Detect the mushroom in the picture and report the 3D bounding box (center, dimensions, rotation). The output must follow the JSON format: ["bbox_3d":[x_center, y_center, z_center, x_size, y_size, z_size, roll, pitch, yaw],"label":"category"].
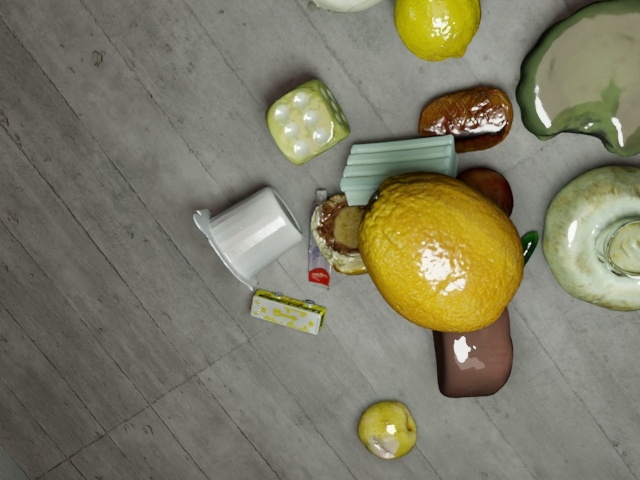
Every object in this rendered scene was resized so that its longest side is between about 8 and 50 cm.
[{"bbox_3d":[0.698,-0.004,1.139,0.352,0.260,0.352,2,102,9],"label":"mushroom"}]

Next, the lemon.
[{"bbox_3d":[0.269,-0.526,1.135,0.192,0.192,0.231,-27,104,19],"label":"lemon"}]

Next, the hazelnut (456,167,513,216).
[{"bbox_3d":[0.402,-0.078,1.236,0.178,0.178,0.204,16,125,9],"label":"hazelnut"}]

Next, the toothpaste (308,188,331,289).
[{"bbox_3d":[0.000,0.000,1.428,0.075,0.048,0.301,4,108,9],"label":"toothpaste"}]

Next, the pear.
[{"bbox_3d":[0.197,0.569,1.471,0.178,0.178,0.178,4,106,13],"label":"pear"}]

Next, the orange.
[{"bbox_3d":[0.245,0.018,1.042,0.357,0.322,0.322,40,111,-11],"label":"orange"}]

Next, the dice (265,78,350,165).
[{"bbox_3d":[-0.032,-0.307,1.282,0.166,0.169,0.169,-29,96,19],"label":"dice"}]

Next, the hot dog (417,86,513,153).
[{"bbox_3d":[0.360,-0.296,1.223,0.226,0.099,0.161,-1,106,19],"label":"hot dog"}]

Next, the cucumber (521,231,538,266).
[{"bbox_3d":[0.510,0.102,1.327,0.056,0.056,0.284,23,106,7],"label":"cucumber"}]

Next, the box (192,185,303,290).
[{"bbox_3d":[-0.187,-0.043,1.357,0.206,0.262,0.291,-33,138,4],"label":"box"}]

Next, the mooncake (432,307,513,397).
[{"bbox_3d":[0.378,0.246,1.257,0.174,0.326,0.334,-6,115,3],"label":"mooncake"}]

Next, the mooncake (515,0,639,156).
[{"bbox_3d":[0.626,-0.361,1.097,0.351,0.187,0.351,5,109,16],"label":"mooncake"}]

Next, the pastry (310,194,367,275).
[{"bbox_3d":[0.119,-0.010,1.315,0.256,0.170,0.237,-23,61,-3],"label":"pastry"}]

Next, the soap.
[{"bbox_3d":[0.198,-0.172,1.226,0.265,0.160,0.087,-1,142,25],"label":"soap"}]

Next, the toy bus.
[{"bbox_3d":[-0.098,0.214,1.495,0.226,0.074,0.081,16,108,10],"label":"toy bus"}]

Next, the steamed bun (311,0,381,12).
[{"bbox_3d":[0.065,-0.680,1.149,0.283,0.177,0.283,2,108,6],"label":"steamed bun"}]
